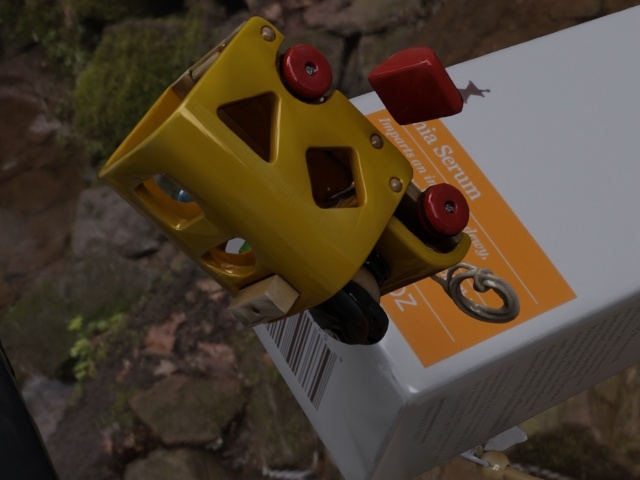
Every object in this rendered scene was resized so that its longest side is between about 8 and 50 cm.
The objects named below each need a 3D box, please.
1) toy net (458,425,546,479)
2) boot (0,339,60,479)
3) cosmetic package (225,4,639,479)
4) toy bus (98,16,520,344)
[{"bbox_3d":[0.133,0.210,0.905,0.122,0.045,0.232,3,27,-15],"label":"toy net"},{"bbox_3d":[-0.285,0.113,0.459,0.367,0.146,0.445,-7,65,-32],"label":"boot"},{"bbox_3d":[0.174,-0.016,0.859,0.453,0.161,0.230,-22,61,-25],"label":"cosmetic package"},{"bbox_3d":[-0.011,-0.006,0.564,0.202,0.191,0.104,17,53,22],"label":"toy bus"}]
